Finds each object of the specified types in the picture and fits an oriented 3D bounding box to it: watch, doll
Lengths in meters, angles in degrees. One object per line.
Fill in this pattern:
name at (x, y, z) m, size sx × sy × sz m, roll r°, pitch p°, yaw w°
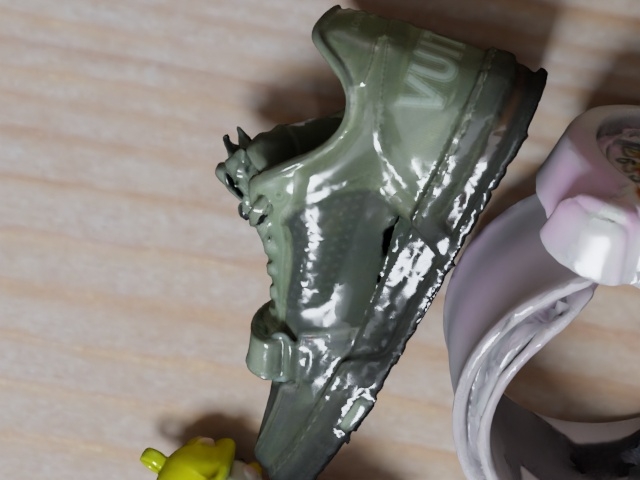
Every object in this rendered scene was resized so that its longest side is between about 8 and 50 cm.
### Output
watch at (0.194, 0.072, 0.680) m, size 0.244 × 0.196 × 0.231 m, roll 14°, pitch 120°, yaw -7°
doll at (-0.023, 0.187, 0.800) m, size 0.207 × 0.081 × 0.129 m, roll 29°, pitch 155°, yaw 2°

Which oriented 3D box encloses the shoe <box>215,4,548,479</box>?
shoe at (-0.001, 0.001, 0.714) m, size 0.149 × 0.109 × 0.293 m, roll 29°, pitch 114°, yaw 3°
